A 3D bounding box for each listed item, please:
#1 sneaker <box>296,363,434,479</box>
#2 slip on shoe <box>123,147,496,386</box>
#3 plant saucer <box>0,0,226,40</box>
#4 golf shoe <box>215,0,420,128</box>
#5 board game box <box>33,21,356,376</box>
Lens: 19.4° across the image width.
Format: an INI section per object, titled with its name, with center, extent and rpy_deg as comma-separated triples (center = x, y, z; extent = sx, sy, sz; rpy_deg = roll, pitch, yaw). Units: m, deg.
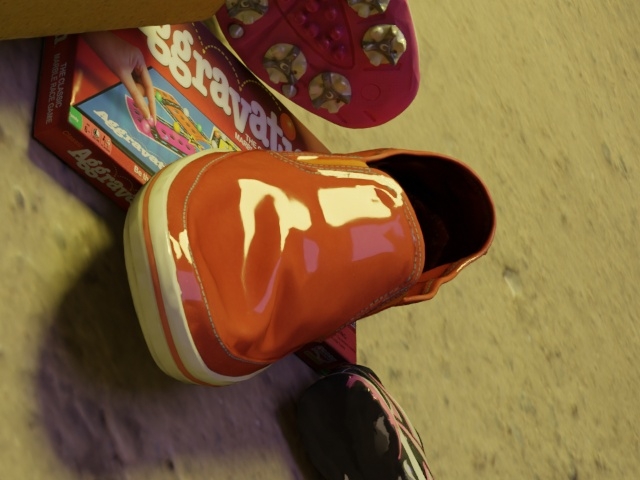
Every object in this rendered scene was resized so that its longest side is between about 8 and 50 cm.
[sneaker]
center = 0.047, 0.149, 1.102
extent = 0.077, 0.072, 0.178
rpy_deg = -54, 127, -72
[slip on shoe]
center = 0.000, 0.000, 1.010
extent = 0.331, 0.101, 0.123
rpy_deg = -12, 87, -62
[plant saucer]
center = -0.137, -0.261, 0.845
extent = 0.333, 0.081, 0.333
rpy_deg = -17, 99, -58
[golf shoe]
center = -0.035, -0.207, 1.106
extent = 0.306, 0.115, 0.140
rpy_deg = 54, 20, -16
[board game box]
center = -0.060, -0.047, 1.067
extent = 0.281, 0.027, 0.145
rpy_deg = 42, 37, -45
